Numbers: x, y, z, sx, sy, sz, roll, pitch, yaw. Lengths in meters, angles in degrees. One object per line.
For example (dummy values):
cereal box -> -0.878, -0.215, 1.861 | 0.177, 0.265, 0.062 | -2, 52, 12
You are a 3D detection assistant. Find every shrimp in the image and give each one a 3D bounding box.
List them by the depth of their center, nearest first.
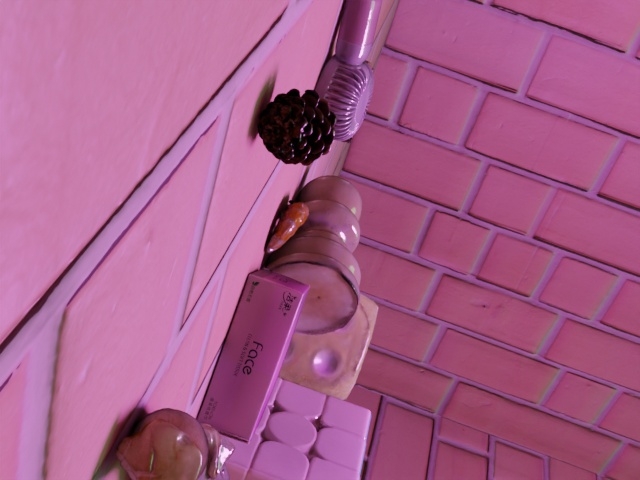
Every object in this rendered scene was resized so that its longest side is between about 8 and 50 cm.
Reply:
shrimp -> -0.055, -0.031, 1.345 | 0.101, 0.042, 0.190 | -49, -175, 16

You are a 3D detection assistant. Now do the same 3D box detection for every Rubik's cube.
Rubik's cube -> -0.095, 0.462, 1.509 | 0.290, 0.291, 0.291 | -67, 175, -65

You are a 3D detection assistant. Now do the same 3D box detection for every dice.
dice -> -0.017, 0.226, 1.903 | 0.254, 0.250, 0.252 | 103, 7, -82

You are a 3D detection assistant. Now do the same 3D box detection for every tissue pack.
tissue pack -> -0.102, 0.176, 1.250 | 0.148, 0.092, 0.246 | -27, 138, -86

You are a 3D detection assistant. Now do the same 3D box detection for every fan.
fan -> 0.042, -0.267, 1.194 | 0.130, 0.074, 0.244 | -47, 154, -57

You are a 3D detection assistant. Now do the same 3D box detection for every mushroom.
mushroom -> -0.135, 0.210, 0.747 | 0.278, 0.099, 0.096 | 97, -1, -63

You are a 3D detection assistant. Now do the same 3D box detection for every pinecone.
pinecone -> -0.022, -0.109, 0.775 | 0.083, 0.077, 0.077 | -65, 175, -75

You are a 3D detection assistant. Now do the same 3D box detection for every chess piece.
chess piece -> 0.000, 0.000, 1.482 | 0.330, 0.182, 0.182 | -77, -176, -50

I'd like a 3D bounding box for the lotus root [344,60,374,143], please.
lotus root -> 0.045, -0.254, 1.371 | 0.144, 0.070, 0.143 | -57, 161, -65
